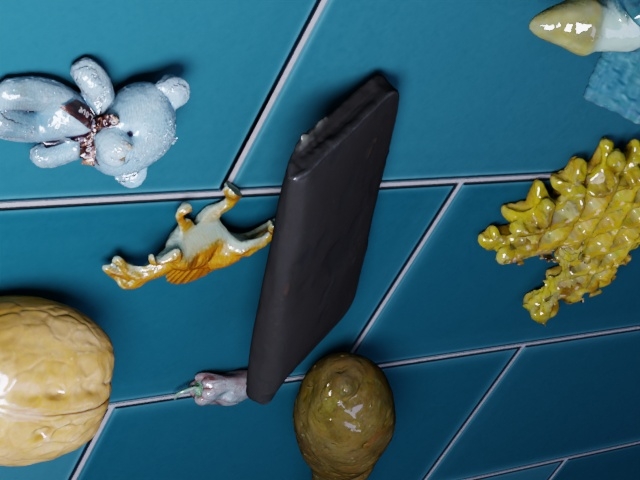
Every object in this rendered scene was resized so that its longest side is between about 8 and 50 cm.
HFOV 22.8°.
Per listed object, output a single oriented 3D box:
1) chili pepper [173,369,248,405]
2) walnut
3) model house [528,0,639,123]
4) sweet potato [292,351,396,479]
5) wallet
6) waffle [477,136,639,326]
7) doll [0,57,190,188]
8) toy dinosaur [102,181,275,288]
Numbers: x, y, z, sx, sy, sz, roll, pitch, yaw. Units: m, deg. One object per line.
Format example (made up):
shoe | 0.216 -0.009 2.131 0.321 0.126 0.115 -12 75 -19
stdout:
chili pepper | -0.103 0.173 1.857 0.153 0.041 0.050 1 176 -44
walnut | -0.292 0.134 1.522 0.165 0.165 0.197 -48 149 22
model house | 0.347 -0.250 1.599 0.325 0.194 0.267 -5 143 -18
sweet potato | 0.027 0.255 2.013 0.131 0.130 0.422 -23 152 -16
wallet | 0.000 0.000 1.643 0.197 0.051 0.377 -48 161 -37
waffle | 0.339 -0.013 1.982 0.260 0.069 0.293 -37 150 7
doll | -0.198 -0.097 1.367 0.180 0.075 0.120 2 131 -44
toy dinosaur | -0.108 0.014 1.620 0.142 0.057 0.212 -43 147 18
